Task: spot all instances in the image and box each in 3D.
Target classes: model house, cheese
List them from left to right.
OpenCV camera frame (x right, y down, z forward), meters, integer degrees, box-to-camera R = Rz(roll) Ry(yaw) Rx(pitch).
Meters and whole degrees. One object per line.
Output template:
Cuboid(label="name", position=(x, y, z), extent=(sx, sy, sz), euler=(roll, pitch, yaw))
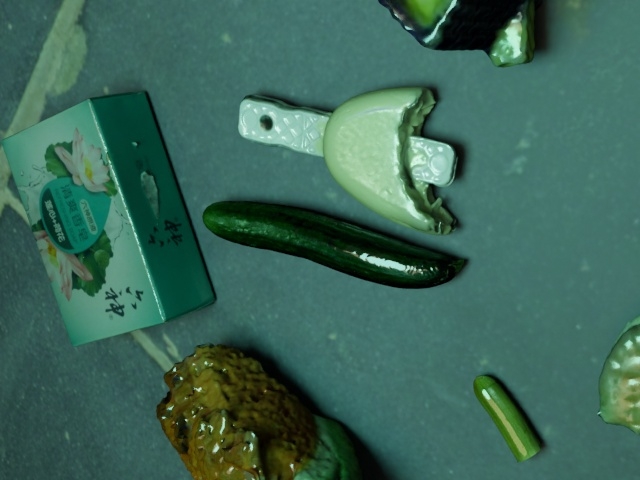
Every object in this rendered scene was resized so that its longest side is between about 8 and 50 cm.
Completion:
Cuboid(label="cheese", position=(0.022, -0.090, 0.839), extent=(0.235, 0.049, 0.127), euler=(16, 113, 29))
Cuboid(label="model house", position=(0.120, -0.232, 0.657), extent=(0.170, 0.194, 0.212), euler=(-3, 100, 30))

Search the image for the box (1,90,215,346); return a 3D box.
Cuboid(label="box", position=(-0.229, -0.022, 0.985), extent=(0.153, 0.092, 0.245), euler=(-17, 92, 33))

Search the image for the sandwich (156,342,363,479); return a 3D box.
Cuboid(label="sandwich", position=(-0.047, 0.228, 0.909), extent=(0.162, 0.250, 0.301), euler=(-29, 73, -10))

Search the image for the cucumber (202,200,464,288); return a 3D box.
Cuboid(label="cucumber", position=(0.000, 0.000, 0.874), extent=(0.284, 0.056, 0.056), euler=(13, 109, 28))

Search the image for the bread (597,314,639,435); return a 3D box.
Cuboid(label="bread", position=(0.334, 0.111, 0.690), extent=(0.232, 0.064, 0.173), euler=(-29, 87, 35))

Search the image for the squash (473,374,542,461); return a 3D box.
Cuboid(label="squash", position=(0.168, 0.159, 0.826), extent=(0.027, 0.027, 0.083), euler=(-37, 82, 33))
